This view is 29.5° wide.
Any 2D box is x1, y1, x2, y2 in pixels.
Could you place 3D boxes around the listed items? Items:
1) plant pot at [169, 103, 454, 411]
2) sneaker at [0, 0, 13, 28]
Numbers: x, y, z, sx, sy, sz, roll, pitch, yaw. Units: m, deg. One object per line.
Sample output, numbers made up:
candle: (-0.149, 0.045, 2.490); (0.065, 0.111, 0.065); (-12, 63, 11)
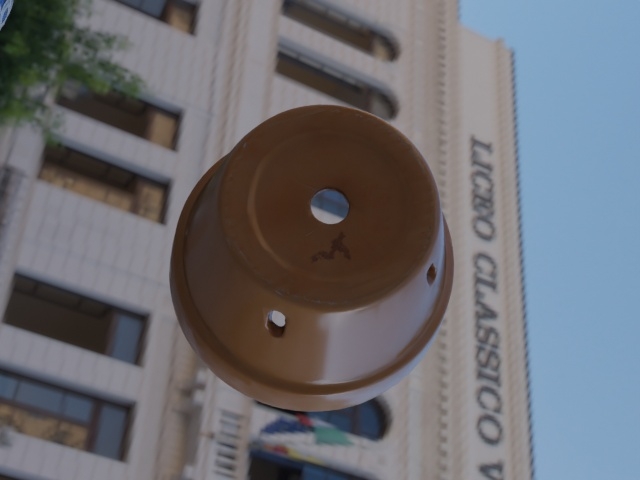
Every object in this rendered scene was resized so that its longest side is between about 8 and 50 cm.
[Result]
plant pot: (0.000, 0.000, 1.167); (0.203, 0.290, 0.291); (107, -5, -69)
sneaker: (-0.300, -0.197, 1.046); (0.081, 0.080, 0.211); (2, -111, 52)
